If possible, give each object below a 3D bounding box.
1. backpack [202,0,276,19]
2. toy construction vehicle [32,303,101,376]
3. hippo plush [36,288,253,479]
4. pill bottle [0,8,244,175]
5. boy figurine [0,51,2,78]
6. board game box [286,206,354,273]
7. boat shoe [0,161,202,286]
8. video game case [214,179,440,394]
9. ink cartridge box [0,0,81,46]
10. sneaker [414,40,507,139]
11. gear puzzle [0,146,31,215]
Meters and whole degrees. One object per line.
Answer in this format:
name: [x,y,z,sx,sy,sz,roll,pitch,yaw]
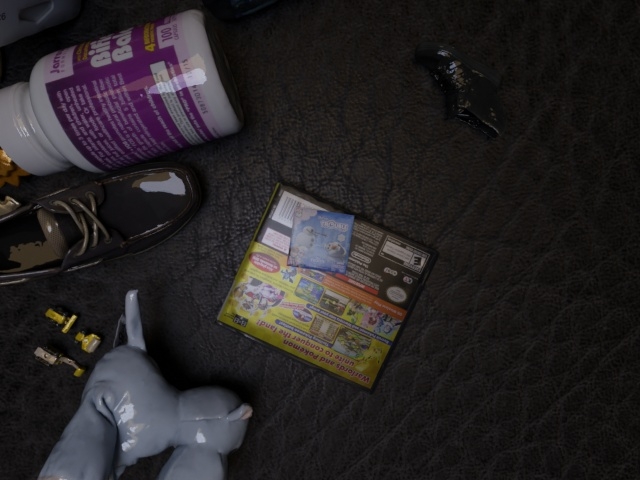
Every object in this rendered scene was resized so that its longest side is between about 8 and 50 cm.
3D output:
backpack: [-0.082,-0.464,0.558,0.254,0.191,0.225,-23,91,-3]
toy construction vehicle: [-0.409,0.162,0.665,0.098,0.035,0.086,30,82,-3]
hippo plush: [-0.237,0.280,0.607,0.237,0.234,0.294,23,50,-17]
pill bottle: [-0.275,-0.193,0.575,0.302,0.169,0.169,-17,92,1]
boy figurine: [-0.545,-0.288,0.582,0.092,0.177,0.285,-7,75,13]
board game box: [0.000,0.000,0.616,0.090,0.020,0.090,8,91,0]
boat shoe: [-0.342,-0.012,0.589,0.355,0.130,0.132,-24,104,-3]
video game case: [0.009,0.073,0.648,0.275,0.035,0.248,25,93,-1]
ink cartridge box: [-0.503,-0.399,0.509,0.307,0.223,0.129,27,131,-11]
sneaker: [0.210,-0.226,0.621,0.170,0.051,0.089,23,88,-3]
gear puzzle: [-0.556,-0.018,0.623,0.175,0.044,0.339,40,92,-21]
